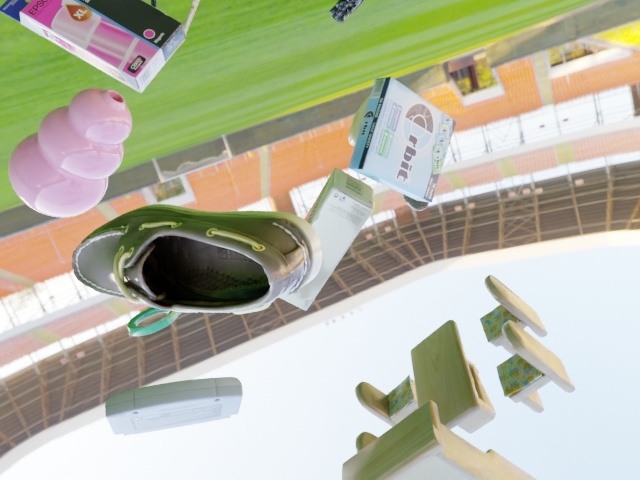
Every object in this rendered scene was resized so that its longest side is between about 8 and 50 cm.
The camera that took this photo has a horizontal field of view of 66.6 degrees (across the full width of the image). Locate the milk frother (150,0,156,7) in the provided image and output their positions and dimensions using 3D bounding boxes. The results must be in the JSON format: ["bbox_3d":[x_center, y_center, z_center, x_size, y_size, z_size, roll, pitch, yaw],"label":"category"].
[{"bbox_3d":[-0.463,-0.531,1.185,0.129,0.143,0.135,-3,-135,5],"label":"milk frother"}]

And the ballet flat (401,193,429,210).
[{"bbox_3d":[0.246,-0.197,1.425,0.084,0.250,0.058,-25,167,-5],"label":"ballet flat"}]

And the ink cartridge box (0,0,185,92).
[{"bbox_3d":[-0.505,-0.491,1.071,0.176,0.370,0.069,-60,178,-18],"label":"ink cartridge box"}]

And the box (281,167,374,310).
[{"bbox_3d":[0.000,0.000,0.987,0.275,0.094,0.113,-57,-170,25],"label":"box"}]

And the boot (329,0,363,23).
[{"bbox_3d":[0.072,-0.474,0.935,0.099,0.045,0.121,-33,-161,49],"label":"boot"}]

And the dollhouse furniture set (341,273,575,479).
[{"bbox_3d":[0.187,0.269,0.800,0.362,0.256,0.394,-46,-163,24],"label":"dollhouse furniture set"}]

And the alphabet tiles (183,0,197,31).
[{"bbox_3d":[-0.279,-0.679,1.221,0.011,0.343,0.285,22,-172,-21],"label":"alphabet tiles"}]

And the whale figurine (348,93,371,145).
[{"bbox_3d":[0.162,-0.312,1.353,0.141,0.216,0.272,16,-178,-15],"label":"whale figurine"}]

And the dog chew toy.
[{"bbox_3d":[-0.544,-0.204,1.092,0.332,0.207,0.206,-41,-177,25],"label":"dog chew toy"}]

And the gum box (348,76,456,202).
[{"bbox_3d":[0.146,-0.167,0.841,0.184,0.157,0.041,17,179,-38],"label":"gum box"}]

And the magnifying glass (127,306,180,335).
[{"bbox_3d":[-0.304,0.134,1.038,0.092,0.026,0.231,1,-158,39],"label":"magnifying glass"}]

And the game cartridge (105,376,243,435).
[{"bbox_3d":[-0.332,0.382,1.129,0.294,0.060,0.196,-4,149,-18],"label":"game cartridge"}]

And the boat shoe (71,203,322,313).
[{"bbox_3d":[-0.163,0.024,0.539,0.324,0.117,0.096,0,-164,23],"label":"boat shoe"}]
